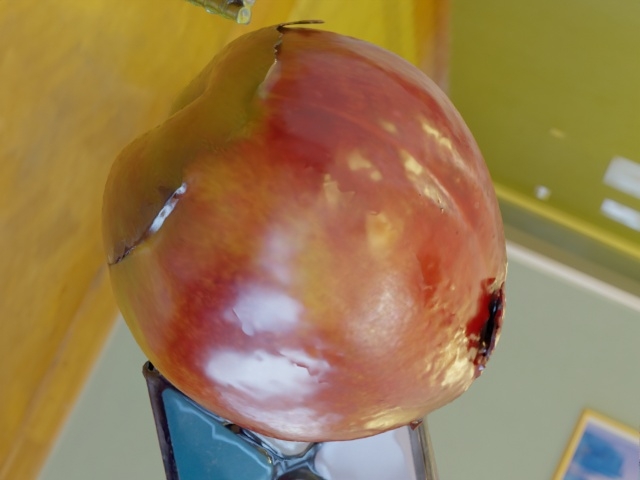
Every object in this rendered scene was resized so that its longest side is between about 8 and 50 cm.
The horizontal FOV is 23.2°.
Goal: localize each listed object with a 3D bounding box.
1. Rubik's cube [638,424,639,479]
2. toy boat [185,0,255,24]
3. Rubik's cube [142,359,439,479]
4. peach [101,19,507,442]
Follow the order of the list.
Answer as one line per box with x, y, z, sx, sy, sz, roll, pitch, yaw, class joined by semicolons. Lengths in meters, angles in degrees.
0.209;0.106;0.854;0.075;0.073;0.084;-54;176;-44;Rubik's cube
-0.075;-0.198;1.137;0.016;0.115;0.063;13;99;-39;toy boat
-0.020;0.242;1.868;0.307;0.310;0.305;-61;142;-82;Rubik's cube
0.000;0.000;1.350;0.370;0.370;0.370;-62;170;-20;peach
